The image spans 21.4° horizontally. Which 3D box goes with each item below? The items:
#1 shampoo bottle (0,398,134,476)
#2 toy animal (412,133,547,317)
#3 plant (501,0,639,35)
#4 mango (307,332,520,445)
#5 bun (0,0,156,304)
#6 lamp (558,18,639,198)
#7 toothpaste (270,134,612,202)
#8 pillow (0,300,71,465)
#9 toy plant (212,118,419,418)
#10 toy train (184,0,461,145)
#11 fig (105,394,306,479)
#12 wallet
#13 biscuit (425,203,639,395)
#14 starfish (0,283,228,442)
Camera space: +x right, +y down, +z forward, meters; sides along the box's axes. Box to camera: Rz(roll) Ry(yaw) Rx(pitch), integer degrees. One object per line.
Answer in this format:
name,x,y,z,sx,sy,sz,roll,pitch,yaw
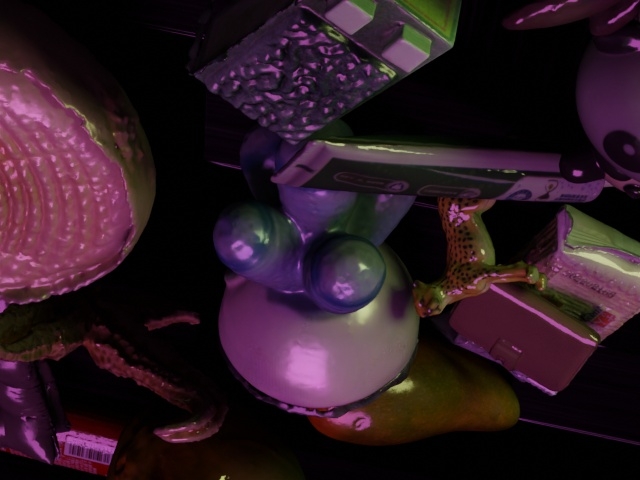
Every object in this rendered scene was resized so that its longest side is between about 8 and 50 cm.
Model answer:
shampoo bottle,-0.384,0.263,2.368,0.314,0.076,0.118,13,144,2
toy animal,0.157,-0.014,1.766,0.136,0.073,0.181,-6,95,18
plant,0.299,-0.238,1.368,0.320,0.194,0.182,5,140,8
mango,0.102,0.170,1.969,0.289,0.129,0.146,4,-169,-43
bun,-0.340,-0.114,1.741,0.364,0.202,0.364,6,138,5
lamp,0.321,-0.117,1.543,0.197,0.198,0.244,15,153,-1
toothpaste,0.143,-0.072,1.652,0.392,0.061,0.099,2,158,-27
pillow,-0.458,0.146,2.191,0.228,0.101,0.326,5,130,11
toy plant,0.000,0.000,1.770,0.247,0.247,0.332,9,142,7
toy train,0.012,-0.212,1.502,0.159,0.188,0.271,34,139,-26
fig,-0.143,0.325,2.236,0.271,0.239,0.239,19,145,-22
wallet,0.220,0.096,1.844,0.152,0.039,0.118,32,138,1
biscuit,0.266,0.070,1.892,0.186,0.079,0.309,28,141,-12
starfish,-0.313,0.088,1.959,0.432,0.324,0.082,26,112,-21
